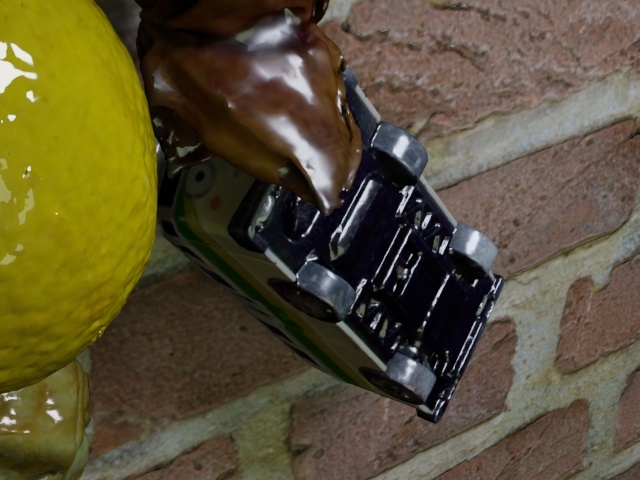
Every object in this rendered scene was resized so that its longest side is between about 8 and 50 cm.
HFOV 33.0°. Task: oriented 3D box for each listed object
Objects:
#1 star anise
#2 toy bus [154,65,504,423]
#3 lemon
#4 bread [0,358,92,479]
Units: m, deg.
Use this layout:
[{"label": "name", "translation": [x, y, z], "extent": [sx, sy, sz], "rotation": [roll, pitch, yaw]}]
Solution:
[{"label": "star anise", "translation": [-0.040, -0.178, 0.639], "extent": [0.148, 0.346, 0.237], "rotation": [10, 157, -17]}, {"label": "toy bus", "translation": [0.000, 0.000, 0.821], "extent": [0.305, 0.179, 0.143], "rotation": [47, 66, -47]}, {"label": "lemon", "translation": [-0.208, -0.041, 0.572], "extent": [0.267, 0.267, 0.267], "rotation": [-21, 129, -28]}, {"label": "bread", "translation": [-0.273, 0.121, 0.712], "extent": [0.268, 0.130, 0.152], "rotation": [15, 98, -45]}]
